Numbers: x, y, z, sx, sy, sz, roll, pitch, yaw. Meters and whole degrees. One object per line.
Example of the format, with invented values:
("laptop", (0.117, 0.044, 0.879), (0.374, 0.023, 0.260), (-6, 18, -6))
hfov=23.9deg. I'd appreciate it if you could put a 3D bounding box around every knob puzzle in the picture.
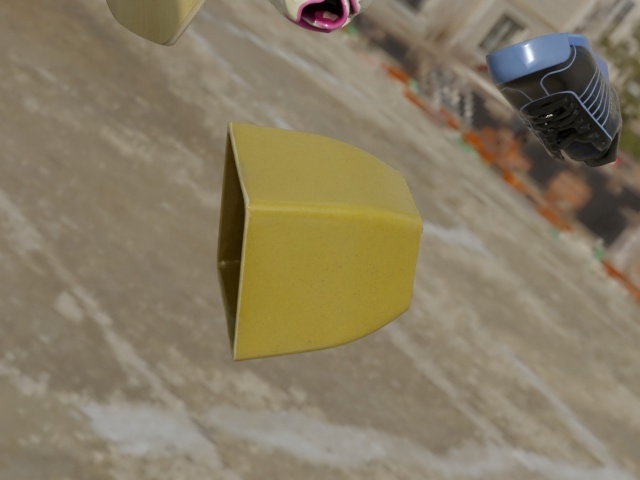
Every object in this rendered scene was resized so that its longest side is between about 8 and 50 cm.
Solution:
("knob puzzle", (-0.125, -0.257, 1.303), (0.030, 0.213, 0.213), (14, 26, -45))

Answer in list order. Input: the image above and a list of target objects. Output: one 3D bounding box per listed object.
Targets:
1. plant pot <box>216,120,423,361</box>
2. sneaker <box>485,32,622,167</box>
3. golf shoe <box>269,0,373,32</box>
("plant pot", (0.000, 0.000, 0.681), (0.083, 0.081, 0.081), (1, 31, -10))
("sneaker", (0.213, -0.117, 1.307), (0.232, 0.081, 0.090), (6, 69, -62))
("golf shoe", (0.000, -0.303, 1.874), (0.140, 0.115, 0.306), (55, 21, 17))
